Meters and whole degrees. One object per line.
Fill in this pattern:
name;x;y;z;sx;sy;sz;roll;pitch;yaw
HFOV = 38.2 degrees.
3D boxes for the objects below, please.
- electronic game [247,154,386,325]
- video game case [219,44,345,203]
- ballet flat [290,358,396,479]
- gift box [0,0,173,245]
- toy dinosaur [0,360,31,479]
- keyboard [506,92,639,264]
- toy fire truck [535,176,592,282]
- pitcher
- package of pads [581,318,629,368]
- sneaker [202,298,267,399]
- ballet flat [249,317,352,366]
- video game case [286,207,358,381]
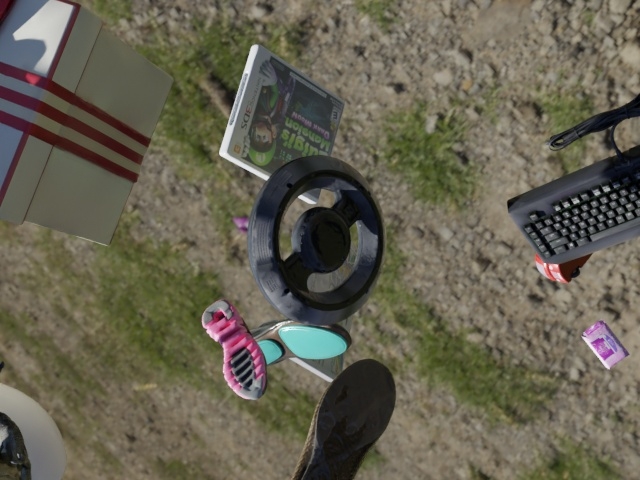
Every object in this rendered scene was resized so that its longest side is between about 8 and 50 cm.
electronic game;0.000;0.000;1.240;0.048;0.229;0.229;-1;123;52
video game case;-0.051;-0.168;1.363;0.022;0.173;0.190;2;161;46
ballet flat;0.015;0.244;1.031;0.084;0.250;0.058;25;149;1
gift box;-0.359;-0.142;1.005;0.276;0.255;0.258;15;175;18
toy dinosaur;-0.241;0.155;0.674;0.118;0.064;0.268;69;160;-2
keyboard;0.380;-0.085;1.143;0.317;0.033;0.201;-24;116;30
toy fire truck;0.387;-0.019;1.464;0.135;0.192;0.047;12;144;55
pitcher;-0.374;0.216;0.988;0.125;0.178;0.207;-34;117;8
package of pads;0.529;0.193;1.718;0.050;0.032;0.083;-38;98;8
sneaker;-0.080;0.117;0.956;0.119;0.047;0.057;63;-176;35
ballet flat;-0.058;0.170;1.694;0.280;0.096;0.095;-15;124;32
video game case;0.012;0.124;1.935;0.036;0.300;0.329;7;165;19
